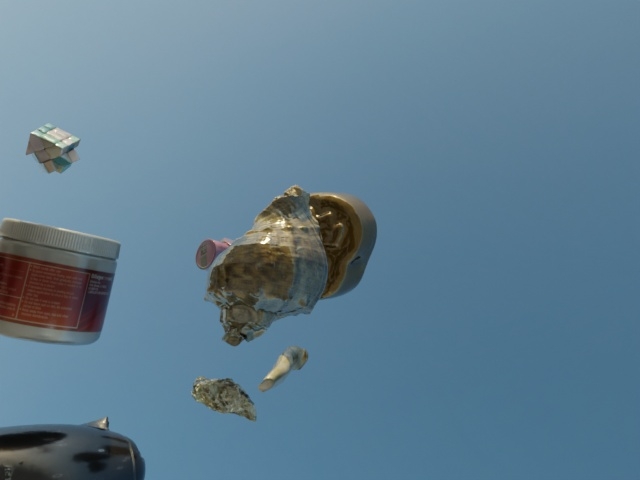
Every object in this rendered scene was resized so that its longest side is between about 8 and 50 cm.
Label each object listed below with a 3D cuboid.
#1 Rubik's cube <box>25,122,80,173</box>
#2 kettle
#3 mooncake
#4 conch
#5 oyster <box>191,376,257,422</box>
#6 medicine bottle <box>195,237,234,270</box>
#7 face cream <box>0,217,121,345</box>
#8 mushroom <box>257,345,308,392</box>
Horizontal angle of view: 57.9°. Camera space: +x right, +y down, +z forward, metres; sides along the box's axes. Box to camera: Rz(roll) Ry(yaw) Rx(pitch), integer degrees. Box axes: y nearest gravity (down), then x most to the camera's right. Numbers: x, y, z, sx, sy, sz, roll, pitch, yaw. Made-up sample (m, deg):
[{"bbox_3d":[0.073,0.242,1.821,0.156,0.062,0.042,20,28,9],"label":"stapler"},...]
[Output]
[{"bbox_3d":[-0.463,-0.150,1.004,0.084,0.075,0.073,36,-64,7],"label":"Rubik's cube"},{"bbox_3d":[-0.425,0.428,0.932,0.207,0.290,0.269,-44,-127,43],"label":"kettle"},{"bbox_3d":[0.000,0.000,1.256,0.234,0.117,0.235,4,-84,35],"label":"mooncake"},{"bbox_3d":[-0.067,0.052,0.978,0.291,0.210,0.159,-60,-150,-6],"label":"conch"},{"bbox_3d":[-0.151,0.243,0.906,0.037,0.100,0.098,-68,-161,12],"label":"oyster"},{"bbox_3d":[-0.224,0.057,1.495,0.119,0.188,0.094,38,-79,42],"label":"medicine bottle"},{"bbox_3d":[-0.470,0.073,1.012,0.200,0.201,0.187,7,-97,31],"label":"face cream"},{"bbox_3d":[-0.077,0.265,1.192,0.054,0.202,0.059,34,-78,9],"label":"mushroom"}]
